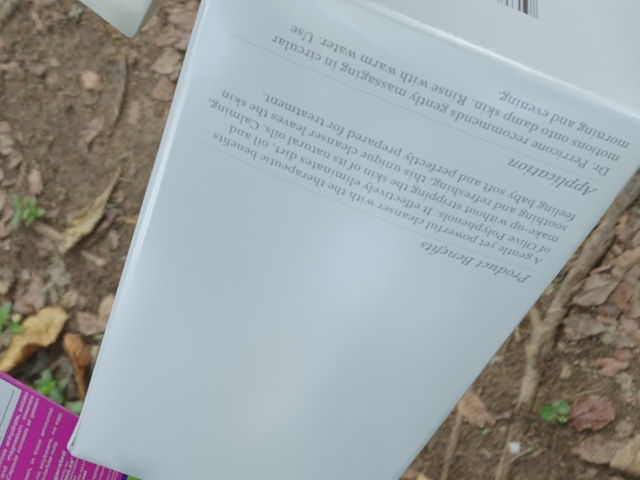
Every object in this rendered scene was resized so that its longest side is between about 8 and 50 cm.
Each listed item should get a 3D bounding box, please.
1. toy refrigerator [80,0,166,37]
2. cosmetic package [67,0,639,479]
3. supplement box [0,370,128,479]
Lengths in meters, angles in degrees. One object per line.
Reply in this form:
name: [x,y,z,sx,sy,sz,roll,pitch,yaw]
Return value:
toy refrigerator: [-0.112,-0.305,0.759,0.094,0.269,0.102,37,147,-10]
cosmetic package: [0.000,0.000,0.504,0.197,0.155,0.365,22,132,-7]
supplement box: [-0.244,0.157,0.631,0.111,0.220,0.114,1,61,25]
